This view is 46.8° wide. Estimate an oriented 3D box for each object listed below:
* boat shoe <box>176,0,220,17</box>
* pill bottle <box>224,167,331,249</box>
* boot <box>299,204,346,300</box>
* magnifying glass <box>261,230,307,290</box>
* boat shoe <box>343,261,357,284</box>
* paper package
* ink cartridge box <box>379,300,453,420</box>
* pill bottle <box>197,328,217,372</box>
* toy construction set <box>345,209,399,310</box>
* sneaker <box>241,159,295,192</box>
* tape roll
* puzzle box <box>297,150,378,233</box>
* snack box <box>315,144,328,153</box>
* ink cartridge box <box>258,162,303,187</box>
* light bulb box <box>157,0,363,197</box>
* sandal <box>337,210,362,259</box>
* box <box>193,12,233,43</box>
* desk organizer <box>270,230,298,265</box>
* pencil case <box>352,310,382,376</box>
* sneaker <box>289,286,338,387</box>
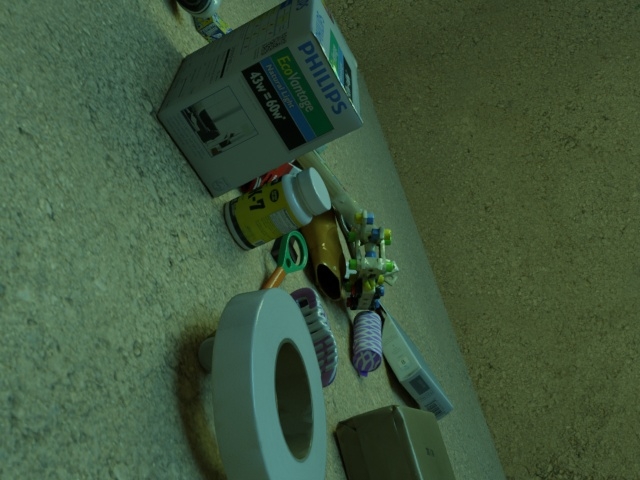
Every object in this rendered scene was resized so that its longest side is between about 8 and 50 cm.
[{"bbox_3d":[-0.366,-0.688,1.804,0.335,0.121,0.119,58,21,12],"label":"boat shoe"},{"bbox_3d":[-0.091,-0.071,1.595,0.119,0.208,0.119,58,17,-29],"label":"pill bottle"},{"bbox_3d":[-0.001,0.001,1.989,0.211,0.104,0.295,-87,154,-61],"label":"boot"},{"bbox_3d":[-0.082,0.058,1.682,0.092,0.026,0.231,66,28,-22],"label":"magnifying glass"},{"bbox_3d":[0.096,0.118,2.226,0.184,0.066,0.063,45,40,-58],"label":"boat shoe"},{"bbox_3d":[0.196,0.556,1.716,0.325,0.168,0.310,35,36,-64],"label":"paper package"},{"bbox_3d":[0.272,0.378,2.456,0.308,0.091,0.385,51,5,-43],"label":"ink cartridge box"},{"bbox_3d":[-0.161,0.179,1.267,0.065,0.065,0.116,65,15,-6],"label":"pill bottle"},{"bbox_3d":[0.138,0.077,2.091,0.328,0.151,0.215,67,22,-64],"label":"toy construction set"},{"bbox_3d":[-0.120,-0.203,1.744,0.128,0.087,0.221,0,111,-68],"label":"sneaker"},{"bbox_3d":[-0.075,0.274,1.255,0.392,0.072,0.392,-11,90,-76],"label":"tape roll"},{"bbox_3d":[-0.001,-0.201,2.154,0.409,0.052,0.272,54,6,32],"label":"puzzle box"},{"bbox_3d":[-0.044,-0.323,2.144,0.100,0.037,0.141,45,8,-50],"label":"snack box"},{"bbox_3d":[-0.091,-0.114,1.784,0.045,0.145,0.179,36,5,19],"label":"ink cartridge box"},{"bbox_3d":[-0.117,-0.332,1.606,0.225,0.361,0.358,57,18,-29],"label":"light bulb box"},{"bbox_3d":[0.113,-0.021,2.483,0.090,0.060,0.219,29,40,-66],"label":"sandal"},{"bbox_3d":[-0.273,-0.556,1.991,0.169,0.054,0.059,36,34,-63],"label":"box"},{"bbox_3d":[-0.081,0.016,1.808,0.130,0.047,0.050,-76,142,-65],"label":"desk organizer"},{"bbox_3d":[0.128,0.280,2.064,0.086,0.088,0.206,20,27,-6],"label":"pencil case"},{"bbox_3d":[-0.007,0.225,1.678,0.104,0.095,0.236,57,16,-57],"label":"sneaker"}]
